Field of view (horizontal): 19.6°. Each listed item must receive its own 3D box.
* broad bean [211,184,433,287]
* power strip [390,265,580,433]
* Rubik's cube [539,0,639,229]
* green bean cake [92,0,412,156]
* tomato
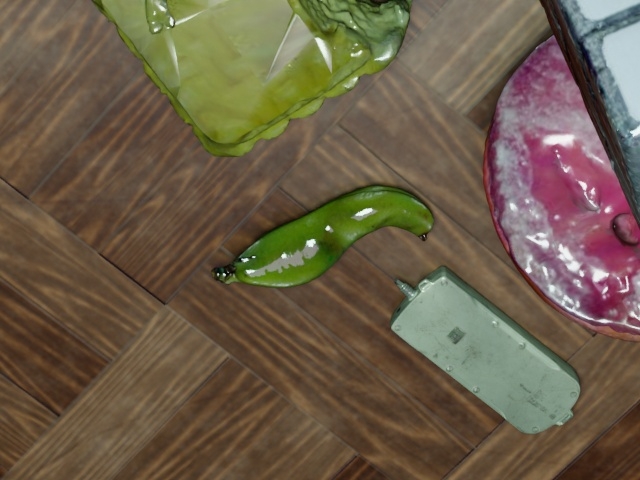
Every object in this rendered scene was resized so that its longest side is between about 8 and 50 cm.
[{"bbox_3d":[0.000,0.000,1.730,0.214,0.048,0.070,-17,112,5],"label":"broad bean"},{"bbox_3d":[0.156,0.104,1.784,0.227,0.029,0.080,38,111,-15],"label":"power strip"},{"bbox_3d":[0.332,-0.224,1.391,0.337,0.344,0.343,-24,73,8],"label":"Rubik's cube"},{"bbox_3d":[-0.063,-0.213,1.595,0.233,0.124,0.236,-33,109,14],"label":"green bean cake"},{"bbox_3d":[0.315,-0.065,1.629,0.335,0.176,0.289,-31,76,5],"label":"tomato"}]
